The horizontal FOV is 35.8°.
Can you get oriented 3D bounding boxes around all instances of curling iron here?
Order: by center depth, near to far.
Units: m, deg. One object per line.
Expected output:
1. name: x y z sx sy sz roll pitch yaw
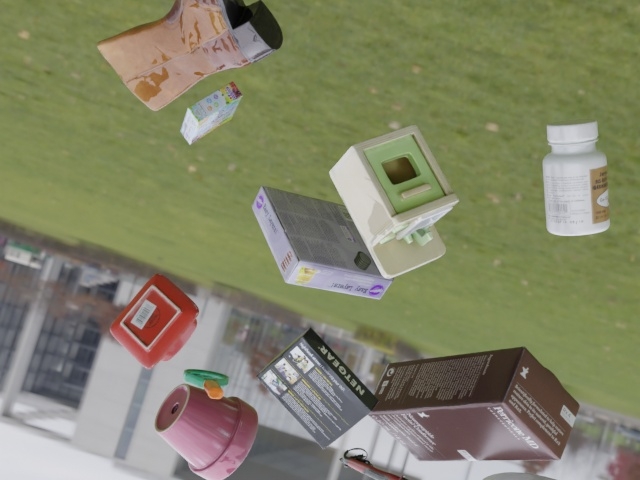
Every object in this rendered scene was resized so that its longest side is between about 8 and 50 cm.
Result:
1. curling iron: 0.162 0.493 2.050 0.274 0.035 0.068 18 -160 29

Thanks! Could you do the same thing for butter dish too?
1. butter dish: -0.314 0.175 2.001 0.160 0.160 0.118 36 175 35

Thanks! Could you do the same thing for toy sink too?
1. toy sink: 0.149 -0.073 1.821 0.152 0.234 0.131 -20 168 -28

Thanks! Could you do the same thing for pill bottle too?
1. pill bottle: 0.532 -0.133 2.067 0.131 0.229 0.131 -6 -169 1

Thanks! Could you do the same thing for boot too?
1. boot: -0.231 -0.349 1.504 0.280 0.096 0.264 -16 129 35

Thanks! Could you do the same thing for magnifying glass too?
1. magnifying glass: -0.215 0.276 1.918 0.092 0.026 0.231 10 180 -12

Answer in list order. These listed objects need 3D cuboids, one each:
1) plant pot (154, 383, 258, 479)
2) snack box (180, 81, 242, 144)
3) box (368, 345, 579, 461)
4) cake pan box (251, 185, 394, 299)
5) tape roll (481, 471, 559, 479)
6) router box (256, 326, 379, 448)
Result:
1. plant pot: -0.274 0.429 2.289 0.180 0.201 0.201 37 166 -24
2. snack box: -0.204 -0.235 1.836 0.037 0.100 0.141 54 162 1
3. box: 0.294 0.334 1.962 0.191 0.143 0.381 45 144 -22
4. cake pan box: 0.000 0.000 2.101 0.245 0.070 0.267 13 -146 -35
5. tape roll: 0.488 0.609 2.016 0.392 0.072 0.392 21 147 14
6. router box: -0.006 0.260 1.730 0.179 0.133 0.046 47 -150 0
